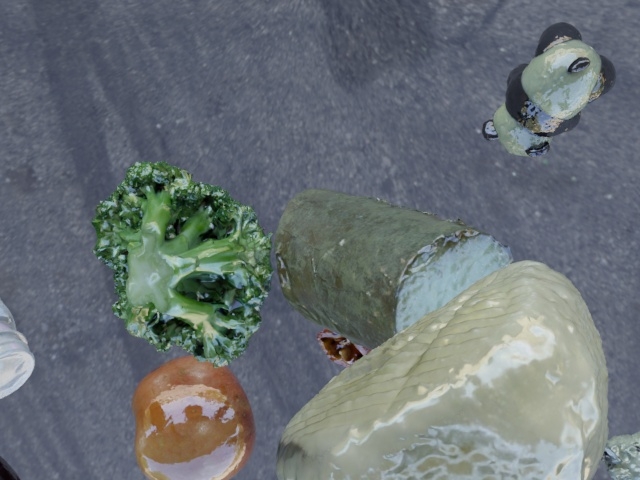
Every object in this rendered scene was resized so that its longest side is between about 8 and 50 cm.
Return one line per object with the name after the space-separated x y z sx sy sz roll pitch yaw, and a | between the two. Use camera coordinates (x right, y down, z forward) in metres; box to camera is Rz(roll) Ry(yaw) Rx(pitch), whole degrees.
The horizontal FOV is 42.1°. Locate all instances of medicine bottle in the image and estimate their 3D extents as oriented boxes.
-0.584 0.108 1.330 0.324 0.124 0.179 43 137 25 | medicine bottle

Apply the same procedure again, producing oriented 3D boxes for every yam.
0.065 0.038 0.946 0.168 0.304 0.168 -9 106 -33 | yam

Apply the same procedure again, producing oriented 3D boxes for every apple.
-0.248 0.345 1.567 0.253 0.253 0.254 0 110 0 | apple

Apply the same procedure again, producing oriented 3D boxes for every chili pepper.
0.060 0.137 1.350 0.088 0.169 0.065 37 118 3 | chili pepper

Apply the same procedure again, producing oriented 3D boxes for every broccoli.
-0.194 0.039 1.147 0.265 0.245 0.295 -33 80 9 | broccoli

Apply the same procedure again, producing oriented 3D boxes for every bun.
0.081 0.115 0.502 0.220 0.220 0.134 -36 89 12 | bun

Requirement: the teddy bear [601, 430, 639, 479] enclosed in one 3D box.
0.465 0.301 1.116 0.213 0.133 0.111 -6 106 1 | teddy bear

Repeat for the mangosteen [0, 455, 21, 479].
-0.358 0.290 0.731 0.211 0.211 0.250 11 124 -4 | mangosteen

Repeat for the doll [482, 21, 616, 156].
0.367 -0.236 1.352 0.143 0.135 0.234 42 138 5 | doll
